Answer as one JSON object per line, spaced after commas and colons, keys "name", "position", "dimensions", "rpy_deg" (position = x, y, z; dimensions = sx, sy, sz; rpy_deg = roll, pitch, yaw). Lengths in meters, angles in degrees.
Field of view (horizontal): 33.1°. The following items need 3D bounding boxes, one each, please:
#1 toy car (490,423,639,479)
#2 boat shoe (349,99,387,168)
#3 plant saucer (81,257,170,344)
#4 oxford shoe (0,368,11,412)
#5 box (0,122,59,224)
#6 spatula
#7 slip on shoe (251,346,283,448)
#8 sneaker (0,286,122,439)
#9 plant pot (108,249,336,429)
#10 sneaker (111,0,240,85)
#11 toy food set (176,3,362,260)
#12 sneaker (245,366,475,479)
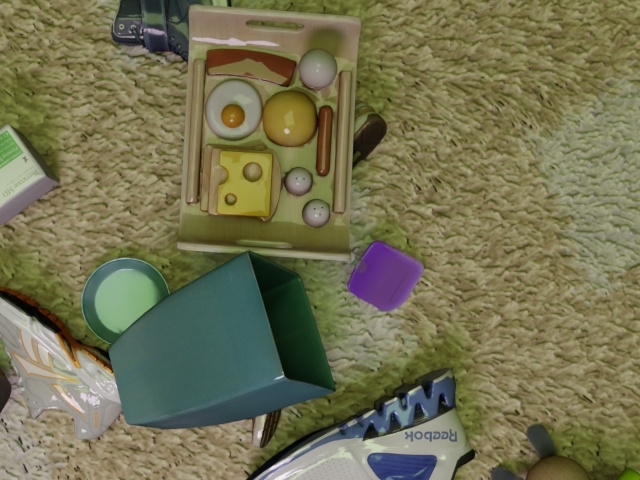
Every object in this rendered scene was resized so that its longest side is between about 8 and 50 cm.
{"name": "toy car", "position": [0.321, 0.337, 1.416], "dimensions": [0.188, 0.149, 0.155], "rpy_deg": [38, 82, 29]}
{"name": "boat shoe", "position": [0.004, -0.109, 1.450], "dimensions": [0.190, 0.068, 0.072], "rpy_deg": [-43, 54, 5]}
{"name": "plant saucer", "position": [-0.259, 0.083, 1.444], "dimensions": [0.119, 0.021, 0.119], "rpy_deg": [0, 86, -1]}
{"name": "oxford shoe", "position": [-0.482, 0.241, 1.413], "dimensions": [0.212, 0.076, 0.076], "rpy_deg": [-51, 134, 7]}
{"name": "box", "position": [-0.414, -0.084, 1.409], "dimensions": [0.101, 0.102, 0.087], "rpy_deg": [-37, 90, -5]}
{"name": "spatula", "position": [0.000, 0.000, 1.424], "dimensions": [0.296, 0.030, 0.084], "rpy_deg": [30, 93, -11]}
{"name": "slip on shoe", "position": [-0.077, 0.206, 1.431], "dimensions": [0.041, 0.051, 0.136], "rpy_deg": [9, 87, 22]}
{"name": "sneaker", "position": [-0.369, 0.162, 1.402], "dimensions": [0.262, 0.099, 0.121], "rpy_deg": [36, 91, 2]}
{"name": "plant pot", "position": [-0.135, 0.145, 1.357], "dimensions": [0.234, 0.165, 0.166], "rpy_deg": [-23, 70, 16]}
{"name": "sneaker", "position": [-0.189, -0.242, 1.432], "dimensions": [0.163, 0.086, 0.226], "rpy_deg": [-9, 86, -3]}
{"name": "toy food set", "position": [-0.063, -0.133, 1.345], "dimensions": [0.219, 0.092, 0.306], "rpy_deg": [3, 87, -4]}
{"name": "sneaker", "position": [0.070, 0.312, 1.389], "dimensions": [0.315, 0.127, 0.182], "rpy_deg": [-27, 86, -5]}
